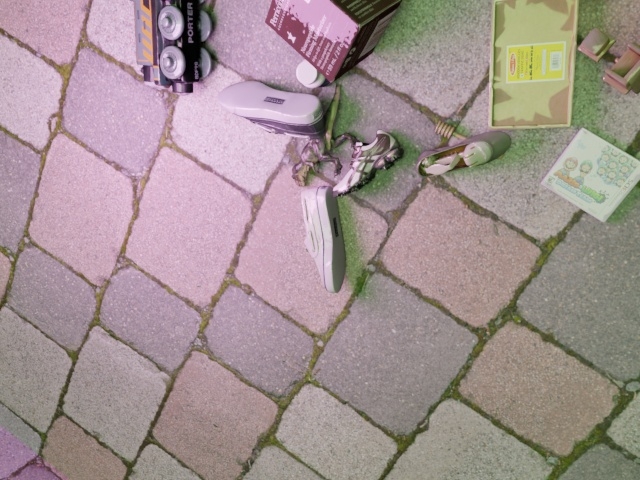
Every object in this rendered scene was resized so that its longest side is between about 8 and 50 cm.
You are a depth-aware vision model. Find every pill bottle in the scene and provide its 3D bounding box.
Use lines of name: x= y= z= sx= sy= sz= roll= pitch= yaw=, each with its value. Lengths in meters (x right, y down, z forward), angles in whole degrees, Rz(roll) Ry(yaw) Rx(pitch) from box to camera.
pill bottle: x=-0.011 y=-0.381 z=1.289 sx=0.067 sy=0.120 sz=0.067 roll=6 pitch=107 yaw=18

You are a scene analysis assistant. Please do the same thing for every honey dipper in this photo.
honey dipper: x=0.332 y=-0.219 z=1.262 sx=0.160 sy=0.030 sz=0.030 roll=28 pitch=113 yaw=7

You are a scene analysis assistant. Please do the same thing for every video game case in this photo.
video game case: x=0.576 y=-0.138 z=1.198 sx=0.157 sy=0.019 sz=0.143 roll=34 pitch=114 yaw=8

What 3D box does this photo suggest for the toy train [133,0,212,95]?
toy train: x=-0.370 y=-0.527 z=1.380 sx=0.190 sy=0.142 sz=0.334 roll=13 pitch=112 yaw=29

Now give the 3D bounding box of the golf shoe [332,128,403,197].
golf shoe: x=0.097 y=-0.180 z=1.338 sx=0.198 sy=0.077 sz=0.094 roll=-36 pitch=86 yaw=15

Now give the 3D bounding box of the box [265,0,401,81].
box: x=0.026 y=-0.482 z=1.190 sx=0.203 sy=0.167 sz=0.168 roll=43 pitch=147 yaw=4

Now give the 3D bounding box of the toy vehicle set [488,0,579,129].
toy vehicle set: x=0.437 y=-0.366 z=1.174 sx=0.165 sy=0.035 sz=0.267 roll=3 pitch=106 yaw=20

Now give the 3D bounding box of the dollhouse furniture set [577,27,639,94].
dollhouse furniture set: x=0.548 y=-0.496 z=1.073 sx=0.355 sy=0.173 sz=0.303 roll=47 pitch=116 yaw=23

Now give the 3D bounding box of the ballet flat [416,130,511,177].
ballet flat: x=0.309 y=-0.179 z=1.240 sx=0.213 sy=0.068 sz=0.072 roll=-12 pitch=121 yaw=33

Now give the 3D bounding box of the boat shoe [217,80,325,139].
boat shoe: x=-0.117 y=-0.304 z=1.362 sx=0.301 sy=0.108 sz=0.102 roll=16 pitch=146 yaw=28

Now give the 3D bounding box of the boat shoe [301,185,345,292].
boat shoe: x=0.000 y=0.000 z=1.412 sx=0.088 sy=0.096 sz=0.268 roll=-3 pitch=103 yaw=25

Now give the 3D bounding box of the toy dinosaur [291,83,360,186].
toy dinosaur: x=0.019 y=-0.227 z=1.358 sx=0.118 sy=0.064 sz=0.268 roll=34 pitch=111 yaw=15
